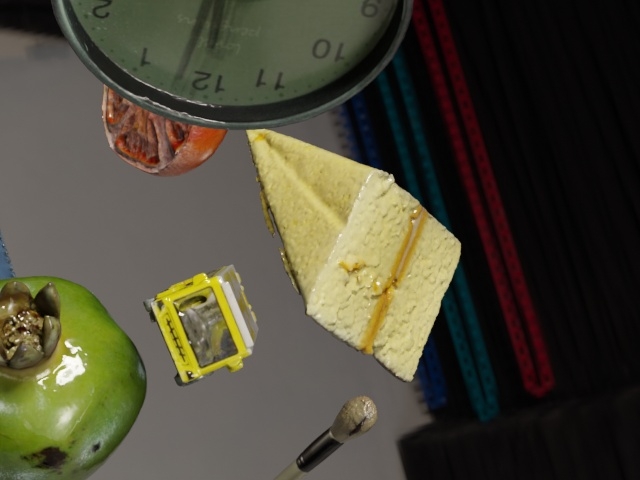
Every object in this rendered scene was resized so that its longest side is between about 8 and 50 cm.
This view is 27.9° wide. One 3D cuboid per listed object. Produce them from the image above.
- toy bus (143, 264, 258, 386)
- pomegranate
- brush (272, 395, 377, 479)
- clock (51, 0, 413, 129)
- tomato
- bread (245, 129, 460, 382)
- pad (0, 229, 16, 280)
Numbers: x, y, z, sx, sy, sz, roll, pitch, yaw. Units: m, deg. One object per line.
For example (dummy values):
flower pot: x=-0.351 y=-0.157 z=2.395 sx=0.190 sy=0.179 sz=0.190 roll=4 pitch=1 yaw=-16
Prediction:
toy bus: x=-0.096 y=0.069 z=1.090 sx=0.074 sy=0.081 sz=0.226 roll=-21 pitch=0 yaw=-1
pomegranate: x=-0.235 y=0.104 z=1.042 sx=0.187 sy=0.187 sz=0.225 roll=-13 pitch=-27 yaw=-16
brush: x=-0.027 y=0.277 z=1.544 sx=0.039 sy=0.042 sz=0.299 roll=-10 pitch=-31 yaw=-52
clock: x=-0.075 y=-0.224 z=1.102 sx=0.319 sy=0.066 sz=0.319 roll=0 pitch=-40 yaw=0
tomato: x=-0.183 y=-0.194 z=1.650 sx=0.095 sy=0.236 sz=0.237 roll=3 pitch=-18 yaw=-41
bread: x=0.000 y=0.000 z=1.752 sx=0.405 sy=0.242 sz=0.346 roll=22 pitch=-11 yaw=44
pad: x=-0.455 y=-0.031 z=1.468 sx=0.012 sy=0.270 sz=0.269 roll=-48 pitch=32 yaw=7
